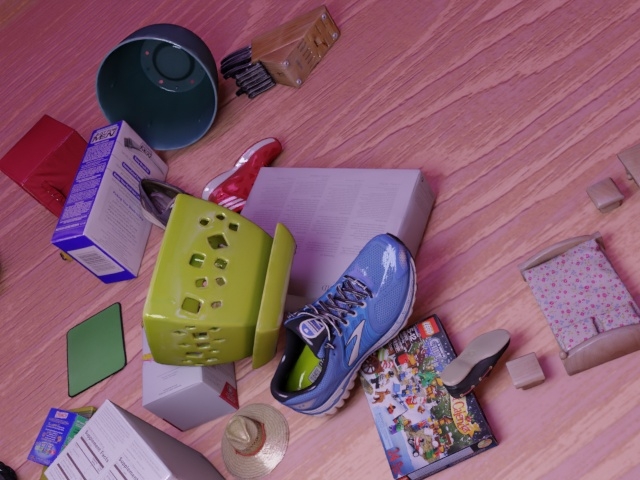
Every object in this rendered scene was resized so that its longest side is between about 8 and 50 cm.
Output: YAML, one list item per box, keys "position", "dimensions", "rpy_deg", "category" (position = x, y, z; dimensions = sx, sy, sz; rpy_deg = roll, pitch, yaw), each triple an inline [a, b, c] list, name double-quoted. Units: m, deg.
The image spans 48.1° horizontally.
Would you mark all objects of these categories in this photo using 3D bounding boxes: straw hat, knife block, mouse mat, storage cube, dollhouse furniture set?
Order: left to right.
- position: [-0.689, -0.185, 1.886]
  dimensions: [0.215, 0.183, 0.193]
  rpy_deg: [25, 71, 42]
  category: "storage cube"
- position: [-0.491, 0.235, 1.566]
  dimensions: [0.153, 0.007, 0.189]
  rpy_deg: [-30, 47, 9]
  category: "mouse mat"
- position: [-0.130, 0.333, 1.231]
  dimensions: [0.145, 0.061, 0.144]
  rpy_deg: [-16, 49, 20]
  category: "straw hat"
- position: [-0.118, -0.482, 1.826]
  dimensions: [0.242, 0.088, 0.275]
  rpy_deg: [24, 72, 40]
  category: "knife block"
- position: [0.393, 0.006, 1.082]
  dimensions: [0.356, 0.174, 0.303]
  rpy_deg: [-26, 47, 12]
  category: "dollhouse furniture set"

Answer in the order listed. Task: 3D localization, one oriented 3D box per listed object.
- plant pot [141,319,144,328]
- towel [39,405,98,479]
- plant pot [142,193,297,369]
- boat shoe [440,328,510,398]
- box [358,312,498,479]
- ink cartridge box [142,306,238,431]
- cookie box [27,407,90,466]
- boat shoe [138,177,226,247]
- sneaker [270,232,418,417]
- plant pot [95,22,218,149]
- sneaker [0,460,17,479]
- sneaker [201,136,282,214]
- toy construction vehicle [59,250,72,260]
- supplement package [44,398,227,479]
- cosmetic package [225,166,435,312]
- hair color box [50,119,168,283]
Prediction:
- position: [-0.312, 0.178, 1.445]
  dimensions: [0.081, 0.083, 0.081]
  rpy_deg: [-47, 45, -8]
  category: "plant pot"
- position: [-0.506, 0.444, 1.409]
  dimensions: [0.102, 0.021, 0.237]
  rpy_deg: [-15, 51, 29]
  category: "towel"
- position: [-0.158, 0.085, 1.191]
  dimensions: [0.207, 0.228, 0.227]
  rpy_deg: [10, 62, -3]
  category: "plant pot"
- position: [0.238, 0.184, 1.084]
  dimensions: [0.133, 0.042, 0.049]
  rpy_deg: [-38, 30, -17]
  category: "boat shoe"
- position: [0.157, 0.246, 1.132]
  dimensions: [0.159, 0.044, 0.233]
  rpy_deg: [-29, 46, 10]
  category: "box"
- position: [-0.243, 0.234, 1.329]
  dimensions: [0.127, 0.128, 0.176]
  rpy_deg: [-24, 47, 14]
  category: "ink cartridge box"
- position: [-0.512, 0.390, 1.407]
  dimensions: [0.092, 0.040, 0.107]
  rpy_deg: [0, 60, 37]
  category: "cookie box"
- position: [-0.311, -0.061, 1.600]
  dimensions: [0.285, 0.092, 0.103]
  rpy_deg: [29, 62, 34]
  category: "boat shoe"
- position: [0.033, 0.134, 1.129]
  dimensions: [0.130, 0.147, 0.330]
  rpy_deg: [33, 95, 34]
  category: "sneaker"
- position: [-0.392, -0.414, 1.818]
  dimensions: [0.293, 0.293, 0.235]
  rpy_deg: [-22, 33, 16]
  category: "plant pot"
- position: [-0.628, 0.489, 1.385]
  dimensions: [0.286, 0.109, 0.130]
  rpy_deg: [-7, 46, 30]
  category: "sneaker"
- position: [-0.143, -0.125, 1.597]
  dimensions: [0.221, 0.087, 0.128]
  rpy_deg: [-43, 67, -11]
  category: "sneaker"
- position: [-0.626, 0.001, 1.813]
  dimensions: [0.086, 0.035, 0.098]
  rpy_deg: [-52, 43, 2]
  category: "toy construction vehicle"
- position: [-0.251, 0.399, 1.114]
  dimensions: [0.204, 0.262, 0.145]
  rpy_deg: [30, 75, 42]
  category: "supplement package"
- position: [0.000, 0.000, 1.379]
  dimensions: [0.377, 0.097, 0.284]
  rpy_deg: [5, 60, 34]
  category: "cosmetic package"
- position: [-0.485, -0.092, 1.686]
  dimensions: [0.110, 0.185, 0.338]
  rpy_deg: [-10, 52, 25]
  category: "hair color box"
